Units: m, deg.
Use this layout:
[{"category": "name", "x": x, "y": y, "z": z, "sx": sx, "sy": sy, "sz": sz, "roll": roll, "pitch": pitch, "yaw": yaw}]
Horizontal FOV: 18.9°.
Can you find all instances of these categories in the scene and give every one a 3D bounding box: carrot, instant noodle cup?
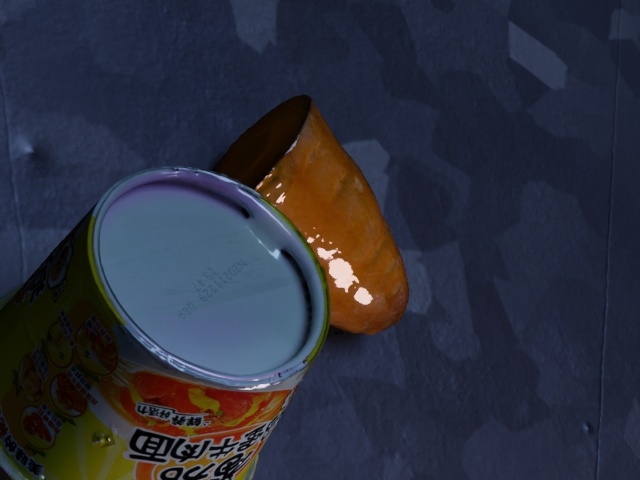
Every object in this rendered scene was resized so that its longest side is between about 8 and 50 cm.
[{"category": "carrot", "x": 0.000, "y": 0.000, "z": 1.759, "sx": 0.225, "sy": 0.159, "sz": 0.159, "roll": 49, "pitch": 42, "yaw": -19}, {"category": "instant noodle cup", "x": -0.126, "y": 0.081, "z": 1.518, "sx": 0.264, "sy": 0.200, "sz": 0.264, "roll": 18, "pitch": 48, "yaw": -21}]
